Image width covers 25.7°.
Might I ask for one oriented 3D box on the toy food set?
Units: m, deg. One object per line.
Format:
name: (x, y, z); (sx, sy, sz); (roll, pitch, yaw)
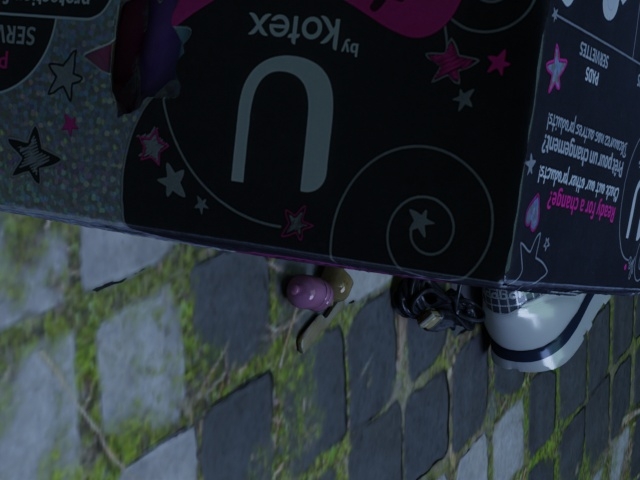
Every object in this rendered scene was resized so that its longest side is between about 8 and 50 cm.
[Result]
toy food set: (0.000, 0.000, 0.793); (0.078, 0.019, 0.122); (-47, 136, -49)

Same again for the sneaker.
sneaker: (0.191, -0.003, 1.101); (0.235, 0.090, 0.095); (-57, 133, -43)

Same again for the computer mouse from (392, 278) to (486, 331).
computer mouse: (0.093, -0.033, 0.946); (0.106, 0.042, 0.193); (5, 97, -58)

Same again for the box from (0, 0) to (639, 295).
box: (-0.011, -0.063, 0.507); (0.163, 0.247, 0.142); (5, 92, -62)
